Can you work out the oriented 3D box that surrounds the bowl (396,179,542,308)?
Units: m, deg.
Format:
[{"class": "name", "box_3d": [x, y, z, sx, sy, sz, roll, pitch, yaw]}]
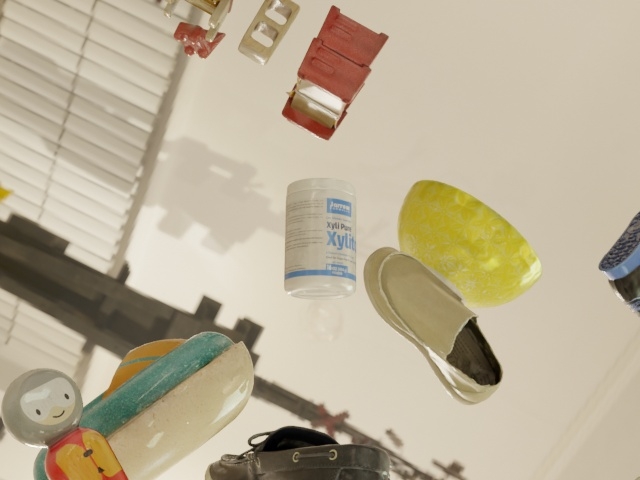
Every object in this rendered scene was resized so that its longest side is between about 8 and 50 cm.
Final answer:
[{"class": "bowl", "box_3d": [0.241, 0.040, 1.603, 0.156, 0.289, 0.289, -51, 174, -13]}]

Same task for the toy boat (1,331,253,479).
[{"class": "toy boat", "box_3d": [-0.201, 0.176, 0.872, 0.267, 0.148, 0.318, -37, 176, 4]}]

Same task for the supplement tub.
[{"class": "supplement tub", "box_3d": [0.000, 0.000, 0.841, 0.071, 0.071, 0.107, 105, -15, -77]}]

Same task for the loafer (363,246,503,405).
[{"class": "loafer", "box_3d": [0.168, 0.113, 1.221, 0.102, 0.268, 0.092, -45, -172, -28]}]

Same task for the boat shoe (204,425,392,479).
[{"class": "boat shoe", "box_3d": [-0.039, 0.382, 1.416, 0.500, 0.187, 0.156, -15, -119, 60]}]

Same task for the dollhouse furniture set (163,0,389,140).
[{"class": "dollhouse furniture set", "box_3d": [-0.088, -0.358, 1.579, 0.152, 0.374, 0.201, -62, -175, -19]}]

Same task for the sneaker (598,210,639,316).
[{"class": "sneaker", "box_3d": [0.466, 0.009, 1.188, 0.232, 0.090, 0.081, -40, -171, -27]}]

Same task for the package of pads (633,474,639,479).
[{"class": "package of pads", "box_3d": [0.253, 0.287, 0.741, 0.229, 0.101, 0.296, -32, 153, -13]}]
